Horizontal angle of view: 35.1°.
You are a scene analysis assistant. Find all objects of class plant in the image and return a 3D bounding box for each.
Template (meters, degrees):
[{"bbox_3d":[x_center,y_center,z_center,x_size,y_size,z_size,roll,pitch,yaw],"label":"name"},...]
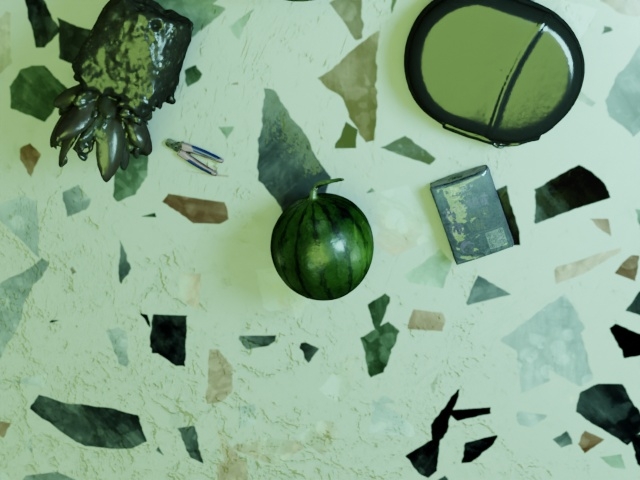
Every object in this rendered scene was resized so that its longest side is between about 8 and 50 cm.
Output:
[{"bbox_3d":[-0.349,-0.263,1.765,0.181,0.194,0.321,25,106,3],"label":"plant"}]

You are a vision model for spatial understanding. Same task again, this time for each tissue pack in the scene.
[{"bbox_3d":[0.273,-0.047,1.828,0.112,0.051,0.156,-18,104,10],"label":"tissue pack"}]

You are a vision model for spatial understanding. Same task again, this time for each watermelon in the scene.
[{"bbox_3d":[0.000,0.000,1.805,0.187,0.188,0.215,-12,112,11],"label":"watermelon"}]

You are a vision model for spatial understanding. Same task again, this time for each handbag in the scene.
[{"bbox_3d":[0.292,-0.292,1.723,0.307,0.093,0.254,20,109,1],"label":"handbag"}]

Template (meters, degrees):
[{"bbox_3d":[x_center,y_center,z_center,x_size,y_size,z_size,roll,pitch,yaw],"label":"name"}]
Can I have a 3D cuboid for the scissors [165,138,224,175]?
[{"bbox_3d":[-0.236,-0.159,1.878,0.113,0.012,0.039,28,109,-2],"label":"scissors"}]
